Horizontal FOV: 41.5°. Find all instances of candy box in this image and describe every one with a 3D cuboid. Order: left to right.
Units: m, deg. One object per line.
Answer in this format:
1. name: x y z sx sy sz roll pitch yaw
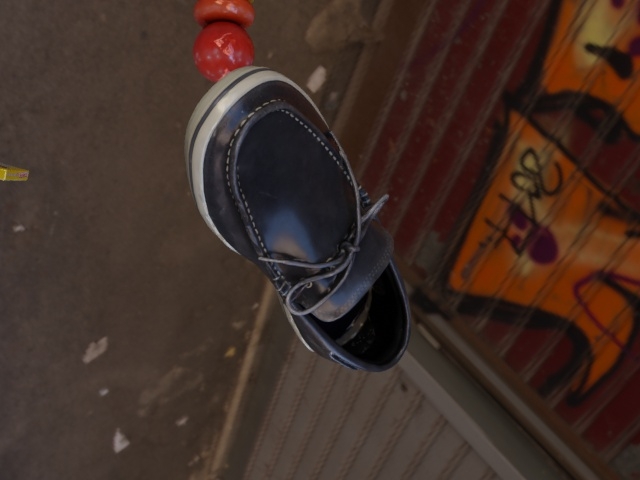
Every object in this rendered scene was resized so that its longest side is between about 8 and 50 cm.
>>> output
1. candy box: -0.697 -0.155 1.677 0.105 0.205 0.027 -26 131 -86

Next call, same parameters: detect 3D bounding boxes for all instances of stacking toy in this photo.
1. stacking toy: -0.144 -0.391 1.233 0.141 0.141 0.331 17 73 -62

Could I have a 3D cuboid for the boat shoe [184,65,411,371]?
1. boat shoe: 0.000 0.000 0.989 0.187 0.156 0.500 -46 142 -17
